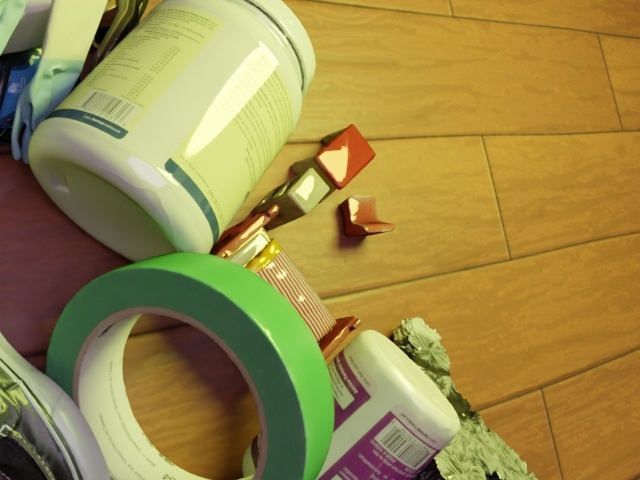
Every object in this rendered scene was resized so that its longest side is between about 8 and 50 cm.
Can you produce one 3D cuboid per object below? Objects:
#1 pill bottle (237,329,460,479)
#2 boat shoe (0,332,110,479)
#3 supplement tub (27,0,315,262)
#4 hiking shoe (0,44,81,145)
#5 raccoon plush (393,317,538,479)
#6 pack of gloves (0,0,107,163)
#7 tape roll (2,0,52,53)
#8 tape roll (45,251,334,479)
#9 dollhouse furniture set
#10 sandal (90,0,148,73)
[{"bbox_3d":[0.012,0.270,0.779,0.169,0.169,0.301,43,96,-17],"label":"pill bottle"},{"bbox_3d":[-0.361,0.170,0.644,0.335,0.121,0.119,49,31,-2],"label":"boat shoe"},{"bbox_3d":[-0.167,-0.149,0.782,0.235,0.235,0.325,41,61,-18],"label":"supplement tub"},{"bbox_3d":[-0.404,-0.154,0.705,0.304,0.113,0.132,-44,102,-32],"label":"hiking shoe"},{"bbox_3d":[0.145,0.378,0.939,0.216,0.299,0.446,28,30,-19],"label":"raccoon plush"},{"bbox_3d":[-0.329,-0.179,0.659,0.046,0.232,0.195,32,22,8],"label":"pack of gloves"},{"bbox_3d":[-0.434,-0.381,0.686,0.392,0.072,0.392,19,54,-28],"label":"tape roll"},{"bbox_3d":[-0.147,0.176,0.676,0.321,0.321,0.077,67,24,-2],"label":"tape roll"},{"bbox_3d":[0.000,0.000,0.904,0.201,0.152,0.374,52,58,-12],"label":"dollhouse furniture set"},{"bbox_3d":[-0.277,-0.300,0.841,0.060,0.090,0.219,12,69,-9],"label":"sandal"}]
